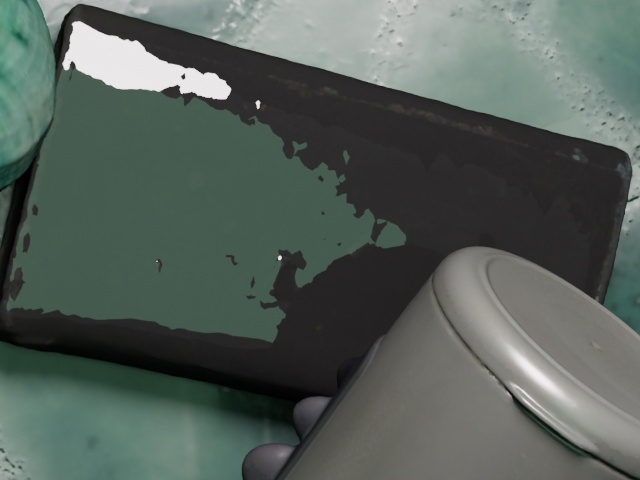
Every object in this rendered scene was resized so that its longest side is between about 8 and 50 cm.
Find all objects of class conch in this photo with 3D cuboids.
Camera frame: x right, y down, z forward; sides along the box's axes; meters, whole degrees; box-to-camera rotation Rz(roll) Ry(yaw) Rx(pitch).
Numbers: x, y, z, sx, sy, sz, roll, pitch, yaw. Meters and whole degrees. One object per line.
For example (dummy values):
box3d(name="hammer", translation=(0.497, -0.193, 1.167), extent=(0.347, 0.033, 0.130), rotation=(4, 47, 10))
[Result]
box3d(name="conch", translation=(-0.256, -0.079, 1.152), extent=(0.202, 0.196, 0.134), rotation=(-27, 113, 8))

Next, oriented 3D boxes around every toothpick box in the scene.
box3d(name="toothpick box", translation=(0.067, 0.174, 1.169), extent=(0.229, 0.229, 0.316), rotation=(33, 108, -12))

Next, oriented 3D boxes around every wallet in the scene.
box3d(name="wallet", translation=(0.000, 0.000, 1.259), extent=(0.406, 0.062, 0.228), rotation=(14, 84, -16))
